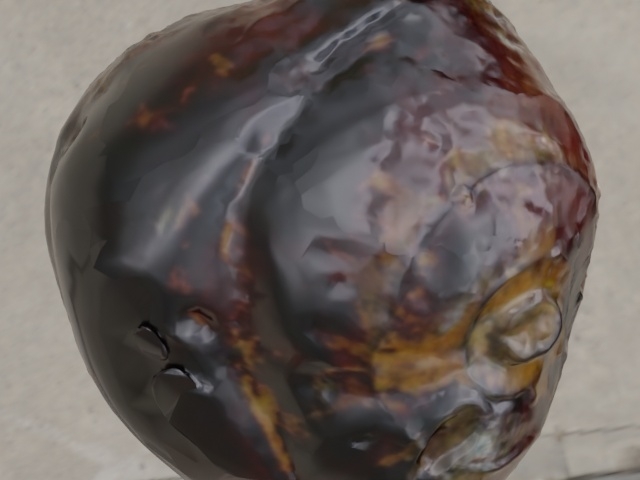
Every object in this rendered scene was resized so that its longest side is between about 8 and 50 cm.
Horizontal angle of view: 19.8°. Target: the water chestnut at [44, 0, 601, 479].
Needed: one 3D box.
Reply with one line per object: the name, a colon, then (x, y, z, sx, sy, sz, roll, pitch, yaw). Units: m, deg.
water chestnut: (0.000, 0.000, 0.895, 0.289, 0.289, 0.244, 40, 27, -13)
